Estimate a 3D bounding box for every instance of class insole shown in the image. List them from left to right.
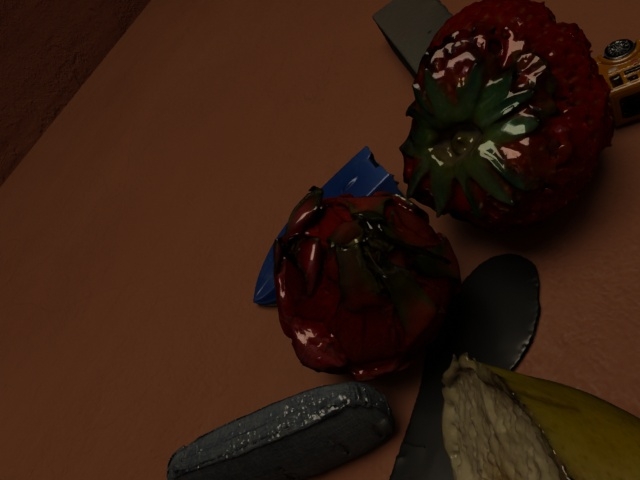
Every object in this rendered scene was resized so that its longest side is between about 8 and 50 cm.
[{"bbox_3d":[0.161,0.159,0.592,0.119,0.009,0.348,4,58,41],"label":"insole"}]

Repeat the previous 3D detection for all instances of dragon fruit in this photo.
[{"bbox_3d":[0.044,0.049,0.590,0.234,0.293,0.233,0,85,5],"label":"dragon fruit"}]

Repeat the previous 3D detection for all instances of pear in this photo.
[{"bbox_3d":[0.209,0.203,0.399,0.178,0.267,0.267,-9,45,-3],"label":"pear"}]

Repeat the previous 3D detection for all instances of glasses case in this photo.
[{"bbox_3d":[-0.050,0.236,0.609,0.282,0.109,0.067,-26,40,17],"label":"glasses case"}]

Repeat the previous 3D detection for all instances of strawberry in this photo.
[{"bbox_3d":[0.238,-0.152,0.645,0.288,0.250,0.238,-24,55,-41],"label":"strawberry"}]

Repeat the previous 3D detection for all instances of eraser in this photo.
[{"bbox_3d":[0.202,-0.346,0.950,0.111,0.077,0.352,-33,42,14],"label":"eraser"}]

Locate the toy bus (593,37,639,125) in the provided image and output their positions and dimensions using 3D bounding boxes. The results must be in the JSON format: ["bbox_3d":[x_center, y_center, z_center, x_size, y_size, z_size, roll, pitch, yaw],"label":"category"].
[{"bbox_3d":[0.446,-0.217,0.644,0.195,0.083,0.088,-19,49,27],"label":"toy bus"}]

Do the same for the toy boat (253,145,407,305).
[{"bbox_3d":[0.000,0.000,0.805,0.295,0.088,0.129,-44,40,14],"label":"toy boat"}]
